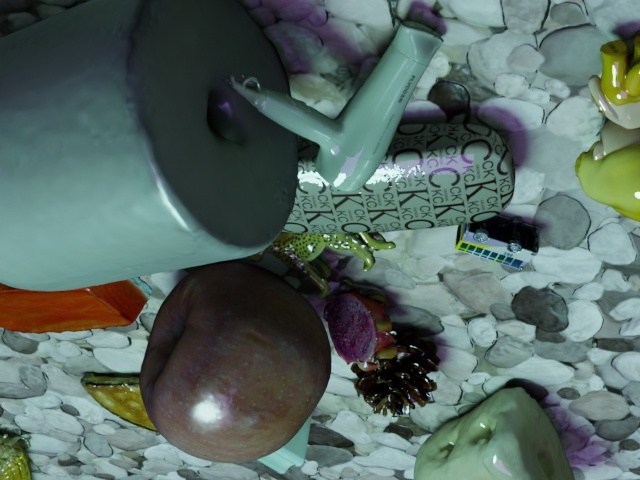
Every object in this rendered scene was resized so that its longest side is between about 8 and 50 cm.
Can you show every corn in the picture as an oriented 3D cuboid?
[{"bbox_3d":[-0.608,0.462,2.264,0.106,0.106,0.293,11,145,-2],"label":"corn"}]

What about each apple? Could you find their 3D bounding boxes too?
[{"bbox_3d":[-0.118,0.175,1.644,0.235,0.305,0.306,23,140,-20],"label":"apple"}]

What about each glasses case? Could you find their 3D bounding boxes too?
[{"bbox_3d":[0.064,-0.075,1.460,0.355,0.085,0.137,-3,136,16],"label":"glasses case"}]

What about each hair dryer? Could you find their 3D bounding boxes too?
[{"bbox_3d":[0.001,-0.167,1.284,0.237,0.075,0.206,11,119,-36],"label":"hair dryer"}]

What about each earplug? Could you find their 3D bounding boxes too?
[{"bbox_3d":[-0.262,-0.104,1.328,0.394,0.312,0.312,-12,137,30],"label":"earplug"}]

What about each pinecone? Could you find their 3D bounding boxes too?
[{"bbox_3d":[0.111,0.205,1.770,0.140,0.121,0.140,7,133,7],"label":"pinecone"}]

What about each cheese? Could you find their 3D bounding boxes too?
[{"bbox_3d":[0.296,0.380,1.903,0.248,0.173,0.251,40,132,-20],"label":"cheese"}]

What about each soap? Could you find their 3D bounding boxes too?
[{"bbox_3d":[-0.109,0.284,1.914,0.198,0.119,0.066,36,135,-29],"label":"soap"}]

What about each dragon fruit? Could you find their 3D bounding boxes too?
[{"bbox_3d":[0.064,0.125,1.715,0.068,0.126,0.112,-16,154,-43],"label":"dragon fruit"}]

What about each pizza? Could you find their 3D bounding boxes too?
[{"bbox_3d":[-0.311,0.258,1.992,0.185,0.036,0.176,29,136,-19],"label":"pizza"}]

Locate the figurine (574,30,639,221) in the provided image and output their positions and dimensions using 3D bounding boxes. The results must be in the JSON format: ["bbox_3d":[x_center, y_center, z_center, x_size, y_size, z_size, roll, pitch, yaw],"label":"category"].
[{"bbox_3d":[0.364,-0.115,1.331,0.156,0.131,0.246,-16,126,7],"label":"figurine"}]

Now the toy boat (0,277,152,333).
[{"bbox_3d":[-0.391,0.047,1.689,0.332,0.133,0.145,-6,145,35],"label":"toy boat"}]

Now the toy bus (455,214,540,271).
[{"bbox_3d":[0.233,-0.001,1.543,0.102,0.052,0.058,18,141,-8],"label":"toy bus"}]

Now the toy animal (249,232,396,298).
[{"bbox_3d":[0.000,0.000,1.582,0.136,0.073,0.181,39,137,-22],"label":"toy animal"}]
